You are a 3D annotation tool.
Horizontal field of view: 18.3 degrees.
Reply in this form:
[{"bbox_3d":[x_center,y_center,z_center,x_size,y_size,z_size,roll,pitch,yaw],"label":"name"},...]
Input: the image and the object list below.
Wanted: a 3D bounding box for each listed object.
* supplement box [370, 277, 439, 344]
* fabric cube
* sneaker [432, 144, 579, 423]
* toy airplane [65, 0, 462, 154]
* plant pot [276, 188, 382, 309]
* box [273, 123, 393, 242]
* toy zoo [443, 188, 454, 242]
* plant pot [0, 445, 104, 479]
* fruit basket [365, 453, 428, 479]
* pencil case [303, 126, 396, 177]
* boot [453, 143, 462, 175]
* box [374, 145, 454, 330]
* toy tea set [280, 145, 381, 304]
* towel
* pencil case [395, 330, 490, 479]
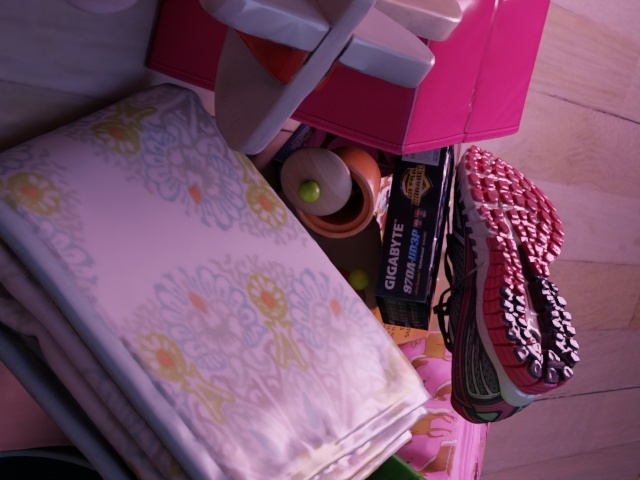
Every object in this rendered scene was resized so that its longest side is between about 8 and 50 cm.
[{"bbox_3d":[0.008,0.073,2.007,0.233,0.080,0.078,-11,121,-37],"label":"supplement box"},{"bbox_3d":[0.044,-0.240,1.699,0.259,0.254,0.258,-14,120,-61],"label":"fabric cube"},{"bbox_3d":[0.154,0.032,1.864,0.112,0.121,0.299,-41,-147,36],"label":"sneaker"},{"bbox_3d":[-0.084,-0.221,1.365,0.272,0.386,0.384,-31,-165,35],"label":"toy airplane"},{"bbox_3d":[0.000,0.000,1.906,0.109,0.109,0.096,-7,138,-27],"label":"plant pot"},{"bbox_3d":[0.022,-0.047,2.063,0.159,0.044,0.233,-52,151,-33],"label":"box"},{"bbox_3d":[0.058,0.091,2.215,0.293,0.030,0.192,-55,167,-29],"label":"toy zoo"},{"bbox_3d":[-0.199,0.297,1.601,0.235,0.293,0.293,-14,123,-80],"label":"plant pot"},{"bbox_3d":[0.004,0.366,1.723,0.283,0.392,0.392,41,66,-24],"label":"fruit basket"},{"bbox_3d":[0.040,-0.167,1.915,0.095,0.098,0.209,123,-23,-81],"label":"pencil case"},{"bbox_3d":[0.143,-0.116,2.279,0.087,0.042,0.118,-10,120,-70],"label":"boot"},{"bbox_3d":[0.092,-0.014,1.892,0.220,0.051,0.175,65,34,-80],"label":"box"},{"bbox_3d":[-0.049,0.061,1.804,0.124,0.200,0.336,-56,157,-60],"label":"toy tea set"},{"bbox_3d":[-0.102,0.064,1.552,0.090,0.374,0.320,-41,174,33],"label":"towel"},{"bbox_3d":[0.109,0.243,2.137,0.386,0.167,0.160,-73,161,-65],"label":"pencil case"}]
